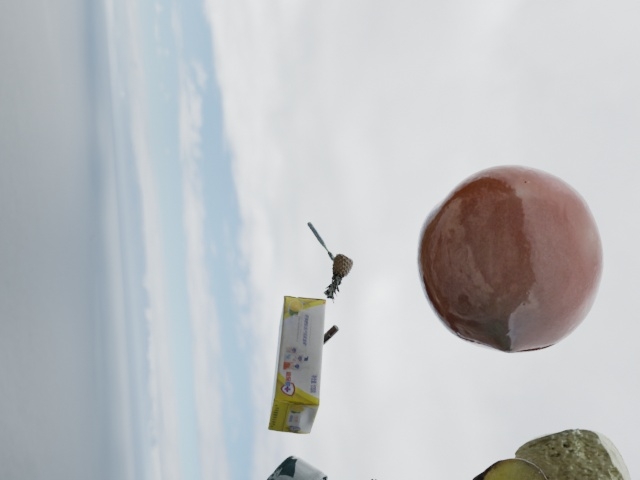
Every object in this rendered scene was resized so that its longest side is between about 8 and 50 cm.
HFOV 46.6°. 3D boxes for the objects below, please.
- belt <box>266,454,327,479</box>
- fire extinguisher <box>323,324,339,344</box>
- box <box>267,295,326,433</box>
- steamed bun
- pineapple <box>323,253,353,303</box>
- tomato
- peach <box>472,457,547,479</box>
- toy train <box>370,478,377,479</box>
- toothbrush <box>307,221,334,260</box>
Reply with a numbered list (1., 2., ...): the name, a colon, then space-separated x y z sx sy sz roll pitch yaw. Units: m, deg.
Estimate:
1. belt: -0.075 0.554 1.507 0.206 0.116 0.267 -66 163 6
2. fire extinguisher: 0.015 0.299 2.243 0.100 0.032 0.046 -46 -152 13
3. box: -0.052 0.275 1.653 0.168 0.097 0.265 103 -7 -52
4. steamed bun: 0.688 0.626 2.022 0.274 0.291 0.272 -18 97 -60
5. pineapple: 0.039 0.097 1.923 0.124 0.058 0.058 -63 -170 -11
6. tomato: 0.317 0.042 1.275 0.321 0.322 0.321 176 -90 -76
7. peach: 0.491 0.642 1.859 0.279 0.068 0.189 -9 -132 57
8. toy train: 0.181 0.918 2.259 0.163 0.232 0.368 -19 -95 57
9. toothbrush: 0.000 0.000 2.303 0.019 0.016 0.219 53 2 -38
